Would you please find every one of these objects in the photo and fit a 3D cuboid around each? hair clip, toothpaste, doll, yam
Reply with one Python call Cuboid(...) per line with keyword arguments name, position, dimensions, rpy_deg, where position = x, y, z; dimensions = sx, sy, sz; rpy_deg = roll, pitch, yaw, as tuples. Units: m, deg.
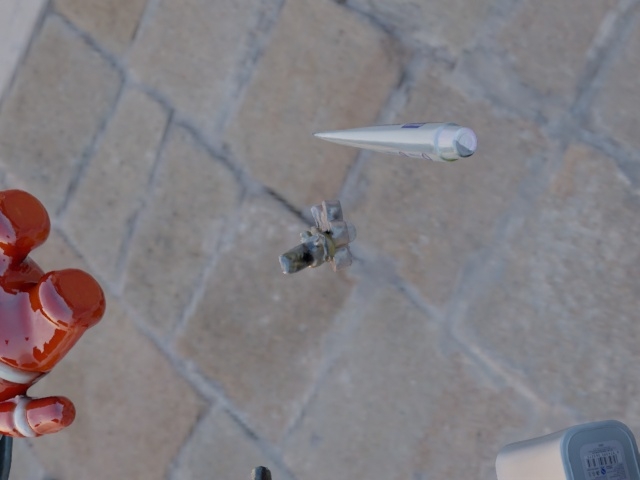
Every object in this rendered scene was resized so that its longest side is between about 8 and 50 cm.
Cuboid(name="hair clip", position=(0.006, -0.002, 1.215), dimensions=(0.056, 0.214, 0.062), rpy_deg=(-18, 93, 8))
Cuboid(name="toothpaste", position=(0.064, -0.087, 1.288), dimensions=(0.218, 0.052, 0.033), rpy_deg=(10, 98, 61))
Cuboid(name="doll", position=(-0.283, 0.103, 1.185), dimensions=(0.200, 0.105, 0.336), rpy_deg=(52, 128, 12))
Cuboid(name="yam", position=(-0.072, 0.336, 1.815), dimensions=(0.033, 0.027, 0.129), rpy_deg=(102, 171, -50))

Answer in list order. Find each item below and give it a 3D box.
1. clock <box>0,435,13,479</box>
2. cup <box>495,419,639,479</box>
Cuboid(name="clock", position=(-0.437, 0.147, 1.565), dimensions=(0.076, 0.386, 0.386), rpy_deg=(-11, 66, 11))
Cuboid(name="cup", position=(0.257, 0.231, 1.468), dimensions=(0.129, 0.128, 0.095), rpy_deg=(143, 119, -62))
